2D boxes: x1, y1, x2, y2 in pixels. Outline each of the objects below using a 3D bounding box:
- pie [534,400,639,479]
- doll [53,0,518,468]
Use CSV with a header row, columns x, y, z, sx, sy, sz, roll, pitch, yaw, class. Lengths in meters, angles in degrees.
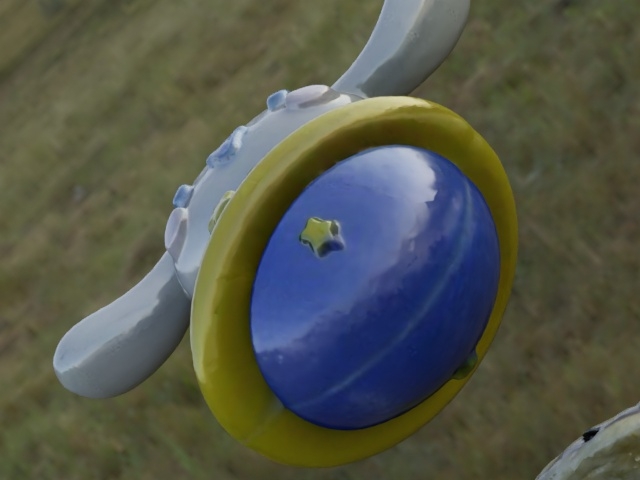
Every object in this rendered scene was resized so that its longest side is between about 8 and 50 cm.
x,y,z,sx,sy,sz,roll,pitch,yaw,class
0.309,0.210,1.572,0.339,0.077,0.339,-16,-26,-8,pie
0.026,-0.014,0.938,0.311,0.159,0.242,-56,14,-14,doll
